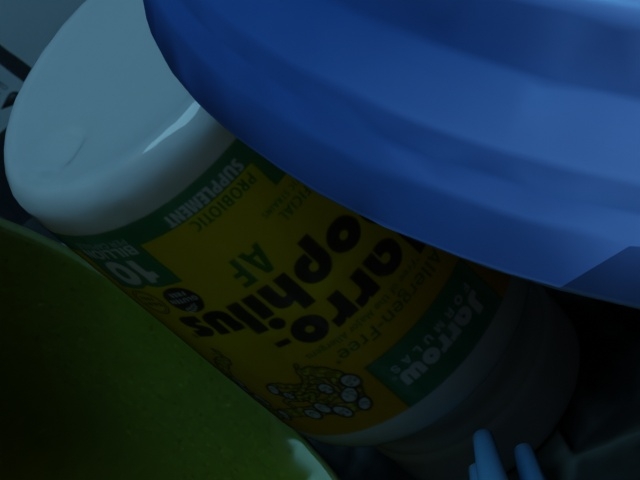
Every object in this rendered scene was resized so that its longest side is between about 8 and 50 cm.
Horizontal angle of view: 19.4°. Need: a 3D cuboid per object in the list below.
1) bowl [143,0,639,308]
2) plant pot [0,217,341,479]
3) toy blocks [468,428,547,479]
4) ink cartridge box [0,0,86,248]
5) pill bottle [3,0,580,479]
[{"bbox_3d":[0.140,-0.115,0.556,0.391,0.077,0.391,0,34,0],"label":"bowl"},{"bbox_3d":[-0.159,0.180,0.629,0.293,0.275,0.275,-50,31,22],"label":"plant pot"},{"bbox_3d":[0.098,0.100,0.592,0.123,0.054,0.148,-34,36,17],"label":"toy blocks"},{"bbox_3d":[-0.139,-0.102,0.887,0.395,0.166,0.285,-34,17,16],"label":"ink cartridge box"},{"bbox_3d":[0.000,0.000,0.658,0.117,0.208,0.117,-27,39,25],"label":"pill bottle"}]
